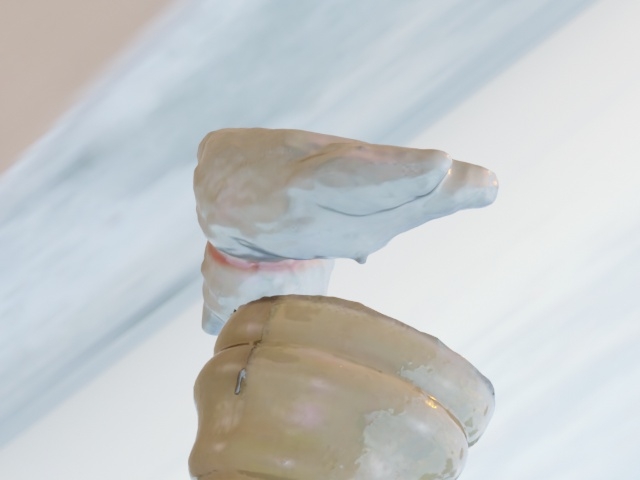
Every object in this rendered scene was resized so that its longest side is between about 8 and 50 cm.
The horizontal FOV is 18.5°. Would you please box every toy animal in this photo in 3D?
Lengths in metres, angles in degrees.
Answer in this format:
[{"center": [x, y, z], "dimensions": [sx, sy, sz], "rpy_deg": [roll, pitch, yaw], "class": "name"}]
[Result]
[{"center": [0.000, 0.000, 1.680], "dimensions": [0.266, 0.308, 0.188], "rpy_deg": [39, 67, -64], "class": "toy animal"}]

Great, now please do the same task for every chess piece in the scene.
[{"center": [-0.042, 0.178, 0.911], "dimensions": [0.307, 0.139, 0.124], "rpy_deg": [-62, -179, -29], "class": "chess piece"}]
